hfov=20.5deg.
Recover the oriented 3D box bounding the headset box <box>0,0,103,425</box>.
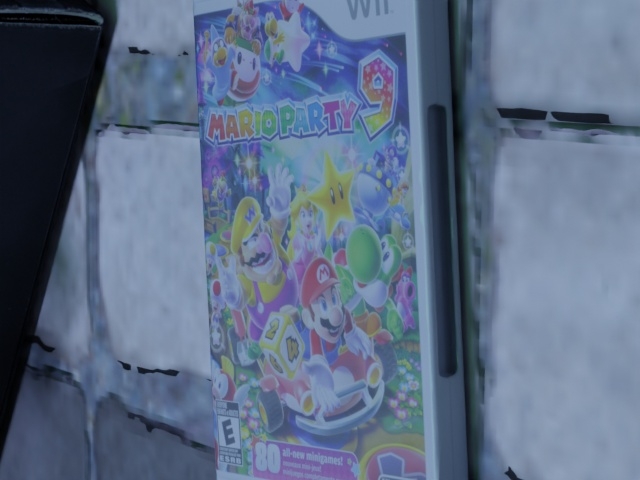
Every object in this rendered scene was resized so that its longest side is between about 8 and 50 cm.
[{"bbox_3d":[-0.205,-0.025,0.582,0.283,0.131,0.246,46,128,41],"label":"headset box"}]

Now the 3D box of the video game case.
[{"bbox_3d":[0.000,0.000,0.407,0.087,0.011,0.122,0,93,54],"label":"video game case"}]
